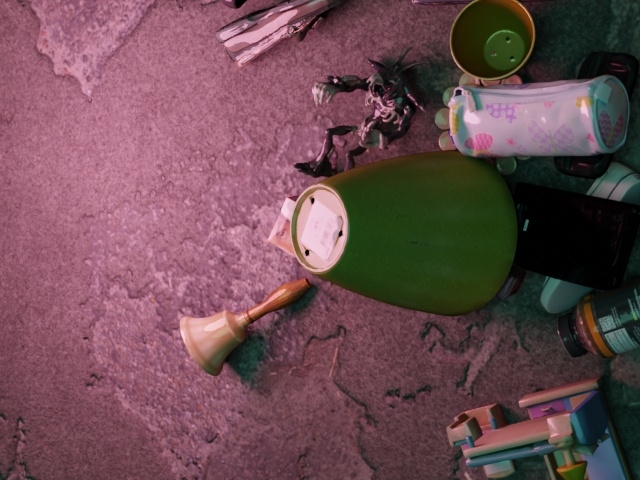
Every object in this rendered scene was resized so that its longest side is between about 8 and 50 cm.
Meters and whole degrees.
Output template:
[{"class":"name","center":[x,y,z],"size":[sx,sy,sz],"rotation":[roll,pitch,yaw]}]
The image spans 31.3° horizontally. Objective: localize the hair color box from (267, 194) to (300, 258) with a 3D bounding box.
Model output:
[{"class":"hair color box","center":[0.000,0.000,2.019],"size":[0.167,0.053,0.093],"rotation":[31,110,21]}]

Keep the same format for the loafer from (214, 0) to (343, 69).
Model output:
[{"class":"loafer","center":[-0.060,-0.375,1.993],"size":[0.268,0.096,0.084],"rotation":[-15,110,34]}]

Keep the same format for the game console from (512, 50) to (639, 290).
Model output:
[{"class":"game console","center":[0.410,-0.114,1.750],"size":[0.213,0.044,0.361],"rotation":[17,90,44]}]

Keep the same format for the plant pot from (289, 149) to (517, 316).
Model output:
[{"class":"plant pot","center":[0.107,-0.016,1.783],"size":[0.275,0.294,0.274],"rotation":[-3,87,48]}]

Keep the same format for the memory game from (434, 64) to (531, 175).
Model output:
[{"class":"memory game","center":[0.276,-0.193,1.882],"size":[0.186,0.012,0.186],"rotation":[4,98,25]}]

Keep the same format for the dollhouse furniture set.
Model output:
[{"class":"dollhouse furniture set","center":[0.326,0.360,1.766],"size":[0.286,0.303,0.198],"rotation":[-20,87,27]}]

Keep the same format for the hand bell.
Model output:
[{"class":"hand bell","center":[-0.124,0.134,2.085],"size":[0.242,0.126,0.126],"rotation":[-32,82,14]}]

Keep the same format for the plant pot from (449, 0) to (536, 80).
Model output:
[{"class":"plant pot","center":[0.282,-0.311,1.812],"size":[0.134,0.095,0.134],"rotation":[-2,85,22]}]

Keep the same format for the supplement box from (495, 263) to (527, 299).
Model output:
[{"class":"supplement box","center":[0.296,0.061,1.865],"size":[0.055,0.083,0.043],"rotation":[30,108,21]}]

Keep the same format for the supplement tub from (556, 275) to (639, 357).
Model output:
[{"class":"supplement tub","center":[0.471,0.119,1.775],"size":[0.198,0.106,0.106],"rotation":[-23,86,27]}]

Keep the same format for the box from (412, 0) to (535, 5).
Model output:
[{"class":"box","center":[0.262,-0.473,1.827],"size":[0.233,0.059,0.183],"rotation":[4,97,25]}]

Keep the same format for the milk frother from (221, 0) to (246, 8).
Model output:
[{"class":"milk frother","center":[-0.103,-0.466,1.965],"size":[0.143,0.134,0.129],"rotation":[7,130,28]}]

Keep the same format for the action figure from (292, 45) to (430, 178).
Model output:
[{"class":"action figure","center":[0.070,-0.202,1.913],"size":[0.164,0.141,0.275],"rotation":[43,114,28]}]

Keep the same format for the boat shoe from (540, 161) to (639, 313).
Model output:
[{"class":"boat shoe","center":[0.420,-0.004,1.802],"size":[0.258,0.095,0.084],"rotation":[-56,43,14]}]

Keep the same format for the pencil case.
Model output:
[{"class":"pencil case","center":[0.327,-0.189,1.732],"size":[0.273,0.113,0.124],"rotation":[4,132,41]}]
